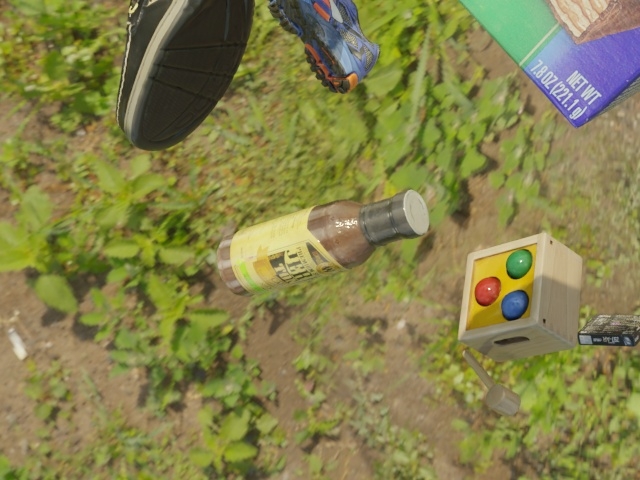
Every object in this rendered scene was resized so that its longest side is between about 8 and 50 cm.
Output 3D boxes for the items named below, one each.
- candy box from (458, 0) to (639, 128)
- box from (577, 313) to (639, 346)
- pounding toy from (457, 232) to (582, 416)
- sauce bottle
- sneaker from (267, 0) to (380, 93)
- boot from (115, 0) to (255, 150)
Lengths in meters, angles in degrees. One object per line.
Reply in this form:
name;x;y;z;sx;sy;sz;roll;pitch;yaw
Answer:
candy box;0.174;-0.263;0.592;0.268;0.122;0.317;49;133;8
box;0.404;0.123;1.515;0.083;0.067;0.018;-2;109;39
pounding toy;0.227;0.113;1.410;0.094;0.206;0.181;30;148;-34
sauce bottle;0.000;0.000;1.667;0.344;0.111;0.111;-18;101;34
sneaker;-0.002;-0.299;1.444;0.221;0.087;0.083;59;151;-5
boot;-0.133;-0.203;0.823;0.179;0.085;0.236;31;108;32
